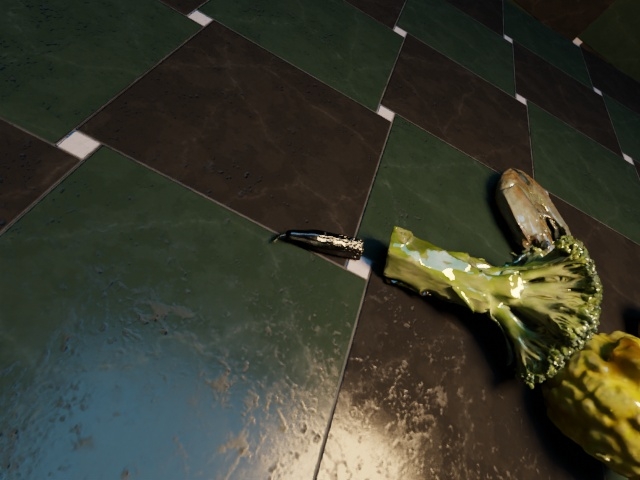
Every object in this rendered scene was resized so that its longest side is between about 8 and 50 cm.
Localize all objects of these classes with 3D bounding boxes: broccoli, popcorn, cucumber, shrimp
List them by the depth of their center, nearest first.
[{"bbox_3d":[0.501,0.255,0.647,0.206,0.251,0.237,44,53,-1],"label":"popcorn"},{"bbox_3d":[0.000,0.000,0.712,0.164,0.042,0.039,14,14,-20],"label":"cucumber"},{"bbox_3d":[0.297,0.061,0.737,0.362,0.221,0.252,38,74,9],"label":"broccoli"},{"bbox_3d":[0.531,-0.042,0.994,0.247,0.085,0.360,26,45,-17],"label":"shrimp"}]

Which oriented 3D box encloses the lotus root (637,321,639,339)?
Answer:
[{"bbox_3d":[0.821,0.251,0.884,0.160,0.146,0.284,-31,67,-19],"label":"lotus root"}]
